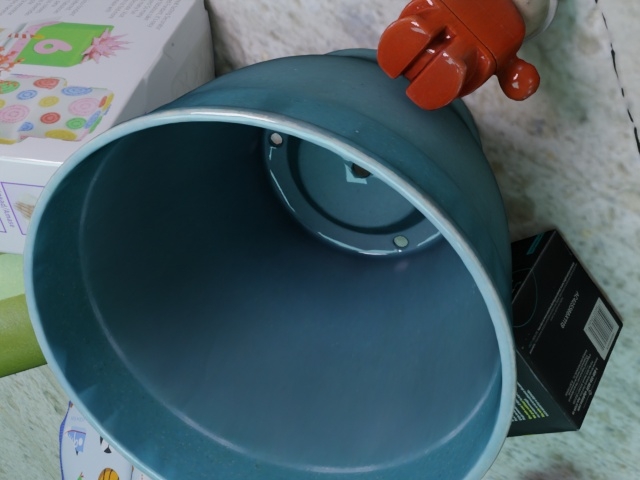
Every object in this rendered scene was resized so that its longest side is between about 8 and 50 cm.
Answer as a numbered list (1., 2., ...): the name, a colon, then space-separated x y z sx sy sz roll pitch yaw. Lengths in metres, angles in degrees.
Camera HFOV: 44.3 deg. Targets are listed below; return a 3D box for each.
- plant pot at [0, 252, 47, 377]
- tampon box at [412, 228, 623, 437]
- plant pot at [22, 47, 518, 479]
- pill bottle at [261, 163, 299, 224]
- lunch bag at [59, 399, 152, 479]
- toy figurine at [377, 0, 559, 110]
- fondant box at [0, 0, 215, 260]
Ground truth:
1. plant pot: -0.229 -0.014 0.749 0.294 0.275 0.274 -10 122 26
2. tampon box: 0.129 0.082 0.623 0.161 0.120 0.101 -23 110 49
3. plant pot: 0.000 0.000 0.514 0.272 0.255 0.271 9 121 15
4. pill bottle: -0.039 -0.011 0.706 0.078 0.078 0.137 0 126 40
5. lunch bag: -0.182 0.355 1.045 0.328 0.239 0.385 -14 94 48
6. toy figurine: 0.134 -0.167 0.371 0.213 0.148 0.209 12 128 34
7. fondant box: -0.274 -0.109 0.603 0.330 0.238 0.096 6 133 10
